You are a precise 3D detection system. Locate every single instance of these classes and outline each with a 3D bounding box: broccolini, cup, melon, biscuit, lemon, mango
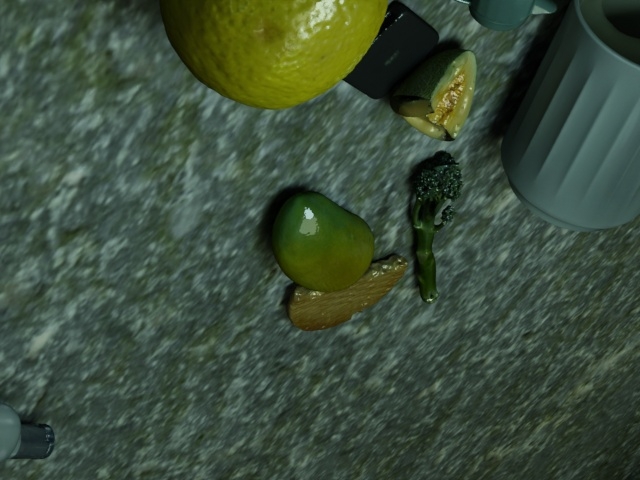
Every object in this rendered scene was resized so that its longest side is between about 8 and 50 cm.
[{"bbox_3d":[0.192,-0.002,2.107,0.078,0.074,0.392,-22,148,-7],"label":"broccolini"},{"bbox_3d":[0.434,-0.214,1.924,0.323,0.236,0.327,-50,166,-42],"label":"cup"},{"bbox_3d":[0.157,-0.209,1.780,0.128,0.079,0.160,-57,156,-4],"label":"melon"},{"bbox_3d":[0.034,0.090,2.128,0.224,0.033,0.144,-16,148,-29],"label":"biscuit"},{"bbox_3d":[-0.044,-0.262,1.334,0.228,0.228,0.253,-2,135,-44],"label":"lemon"},{"bbox_3d":[-0.004,0.005,1.911,0.137,0.091,0.237,-46,144,10],"label":"mango"}]

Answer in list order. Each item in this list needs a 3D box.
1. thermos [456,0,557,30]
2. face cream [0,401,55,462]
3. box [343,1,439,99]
[{"bbox_3d":[0.224,-0.373,1.540,0.182,0.145,0.287,7,142,-5],"label":"thermos"},{"bbox_3d":[-0.497,0.279,1.827,0.144,0.071,0.291,-46,150,19],"label":"face cream"},{"bbox_3d":[0.087,-0.244,1.699,0.126,0.027,0.125,-44,152,14],"label":"box"}]
